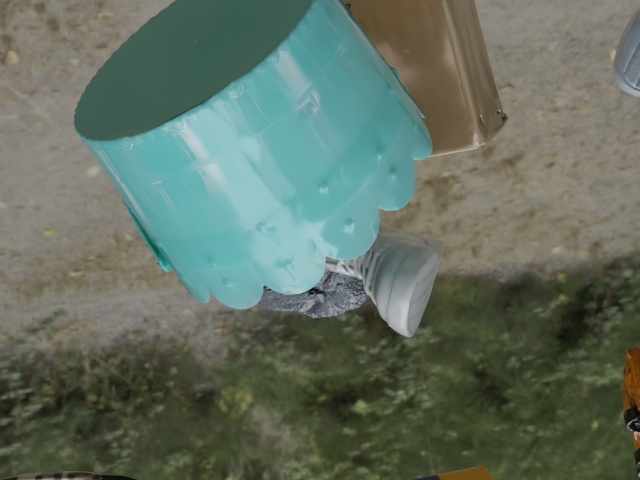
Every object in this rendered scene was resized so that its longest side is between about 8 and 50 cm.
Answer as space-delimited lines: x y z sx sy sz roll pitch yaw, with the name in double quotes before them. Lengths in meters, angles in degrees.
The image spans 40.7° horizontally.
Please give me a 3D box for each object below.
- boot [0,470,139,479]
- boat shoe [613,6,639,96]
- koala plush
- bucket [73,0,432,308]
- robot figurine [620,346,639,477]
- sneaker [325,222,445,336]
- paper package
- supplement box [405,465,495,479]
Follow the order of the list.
"boot" -0.171 0.296 0.781 0.377 0.138 0.284 14 153 -14
"boat shoe" 0.498 -0.319 1.172 0.302 0.109 0.094 -55 176 -2
"koala plush" 0.000 0.000 1.483 0.203 0.221 0.196 16 141 -2
"bucket" -0.063 -0.102 0.751 0.281 0.281 0.183 -18 128 22
"robot figurine" 0.371 0.232 0.894 0.085 0.211 0.291 -14 144 16
"sneaker" 0.053 0.029 1.030 0.169 0.108 0.292 18 -172 8
"paper package" 0.076 -0.272 1.283 0.325 0.309 0.168 -8 -159 26
"supplement box" 0.209 0.504 1.151 0.194 0.356 0.195 -4 119 -21
